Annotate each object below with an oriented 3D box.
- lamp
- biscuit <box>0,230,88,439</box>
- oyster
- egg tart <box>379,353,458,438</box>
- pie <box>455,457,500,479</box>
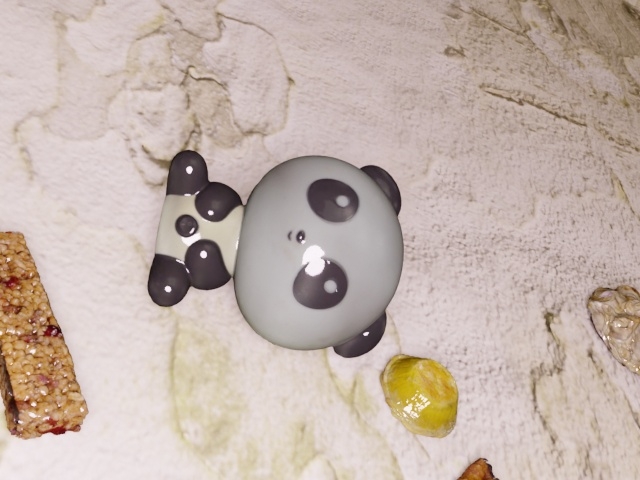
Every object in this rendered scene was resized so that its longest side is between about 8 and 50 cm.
[{"bbox_3d":[-0.038,0.007,0.813,0.244,0.197,0.197,10,42,-8],"label":"lamp"},{"bbox_3d":[-0.251,0.074,0.686,0.064,0.034,0.199,-3,53,-39],"label":"biscuit"},{"bbox_3d":[0.454,0.128,1.149,0.163,0.081,0.191,1,53,-43],"label":"oyster"},{"bbox_3d":[0.113,0.160,0.876,0.105,0.039,0.105,23,40,-20],"label":"egg tart"},{"bbox_3d":[0.161,0.290,0.775,0.088,0.033,0.191,1,36,-22],"label":"pie"}]
